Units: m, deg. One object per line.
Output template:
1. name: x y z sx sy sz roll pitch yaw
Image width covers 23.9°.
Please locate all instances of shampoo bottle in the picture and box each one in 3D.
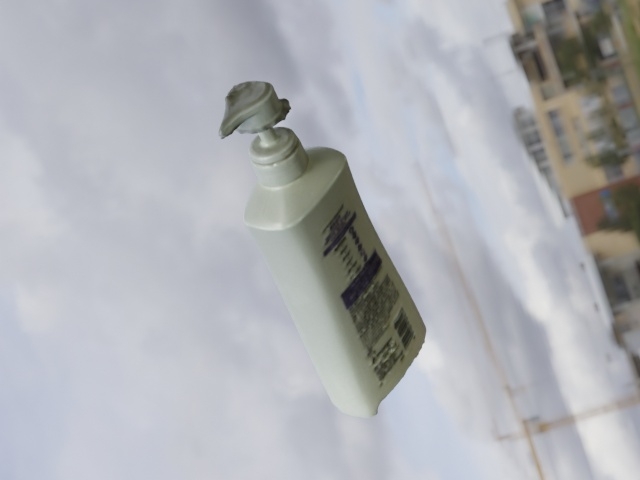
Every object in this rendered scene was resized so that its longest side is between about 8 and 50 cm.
1. shampoo bottle: 0.000 0.000 0.525 0.049 0.034 0.141 -50 -44 -27
